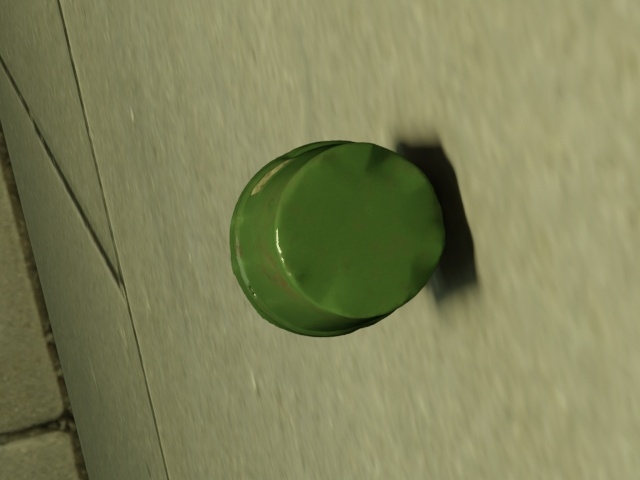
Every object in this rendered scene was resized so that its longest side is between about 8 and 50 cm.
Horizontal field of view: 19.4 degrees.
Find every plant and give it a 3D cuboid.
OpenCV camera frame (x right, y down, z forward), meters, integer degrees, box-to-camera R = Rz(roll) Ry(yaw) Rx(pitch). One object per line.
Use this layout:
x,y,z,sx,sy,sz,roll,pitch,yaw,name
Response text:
0.000,0.000,0.475,0.102,0.051,0.051,169,86,-80,plant
